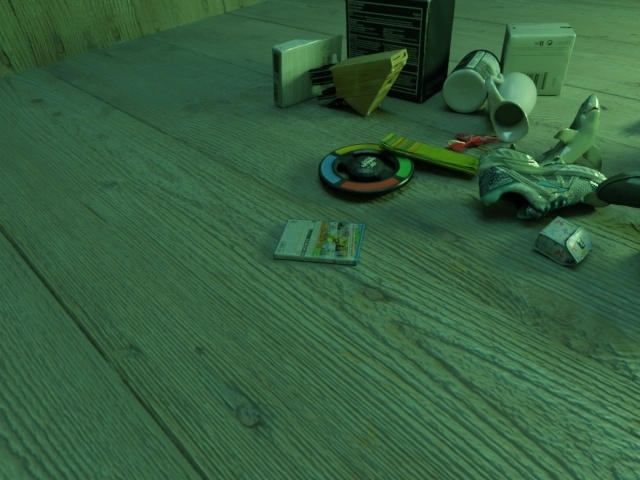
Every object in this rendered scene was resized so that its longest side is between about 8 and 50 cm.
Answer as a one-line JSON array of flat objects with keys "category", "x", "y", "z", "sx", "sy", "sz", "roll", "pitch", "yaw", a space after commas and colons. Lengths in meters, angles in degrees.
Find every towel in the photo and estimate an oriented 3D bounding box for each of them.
[{"category": "towel", "x": 0.269, "y": -0.217, "z": 1.155, "sx": 0.237, "sy": 0.021, "sz": 0.102, "roll": 20, "pitch": 35, "yaw": 17}]

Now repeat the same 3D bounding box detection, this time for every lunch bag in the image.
[{"category": "lunch bag", "x": 0.454, "y": 0.003, "z": 0.874, "sx": 0.071, "sy": 0.053, "sz": 0.083, "roll": -31, "pitch": 55, "yaw": -27}]

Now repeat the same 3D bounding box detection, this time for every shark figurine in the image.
[{"category": "shark figurine", "x": 0.533, "y": -0.202, "z": 1.108, "sx": 0.278, "sy": 0.166, "sz": 0.116, "roll": -29, "pitch": 16, "yaw": -2}]

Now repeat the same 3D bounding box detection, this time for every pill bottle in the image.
[{"category": "pill bottle", "x": 0.464, "y": -0.490, "z": 1.419, "sx": 0.130, "sy": 0.131, "sz": 0.246, "roll": 16, "pitch": 43, "yaw": 24}]

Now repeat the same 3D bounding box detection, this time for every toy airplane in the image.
[{"category": "toy airplane", "x": 0.382, "y": -0.251, "z": 1.205, "sx": 0.151, "sy": 0.028, "sz": 0.151, "roll": -6, "pitch": 21, "yaw": 2}]

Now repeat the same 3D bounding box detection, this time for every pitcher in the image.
[{"category": "pitcher", "x": 0.495, "y": -0.385, "z": 1.254, "sx": 0.125, "sy": 0.178, "sz": 0.207, "roll": -18, "pitch": 29, "yaw": 38}]

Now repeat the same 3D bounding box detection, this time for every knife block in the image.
[{"category": "knife block", "x": 0.093, "y": -0.500, "z": 1.394, "sx": 0.242, "sy": 0.276, "sz": 0.088, "roll": 42, "pitch": 53, "yaw": 7}]

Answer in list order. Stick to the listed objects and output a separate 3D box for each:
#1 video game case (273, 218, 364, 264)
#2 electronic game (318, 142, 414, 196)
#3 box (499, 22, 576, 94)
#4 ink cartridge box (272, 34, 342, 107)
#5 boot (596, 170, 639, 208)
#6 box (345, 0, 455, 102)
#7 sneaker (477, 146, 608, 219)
[{"category": "video game case", "x": 0.000, "y": 0.000, "z": 0.956, "sx": 0.166, "sy": 0.015, "sz": 0.119, "roll": 4, "pitch": 39, "yaw": 11}, {"category": "electronic game", "x": 0.108, "y": -0.173, "z": 1.131, "sx": 0.228, "sy": 0.048, "sz": 0.229, "roll": -3, "pitch": 38, "yaw": 2}, {"category": "box", "x": 0.643, "y": -0.547, "z": 1.427, "sx": 0.180, "sy": 0.182, "sz": 0.119, "roll": 4, "pitch": 40, "yaw": 11}, {"category": "ink cartridge box", "x": -0.042, "y": -0.541, "z": 1.490, "sx": 0.232, "sy": 0.189, "sz": 0.066, "roll": -31, "pitch": 55, "yaw": -28}, {"category": "boot", "x": 0.593, "y": -0.029, "z": 0.825, "sx": 0.189, "sy": 0.076, "sz": 0.209, "roll": -5, "pitch": 53, "yaw": 33}, {"category": "box", "x": 0.245, "y": -0.629, "z": 1.485, "sx": 0.296, "sy": 0.294, "sz": 0.182, "roll": 25, "pitch": 48, "yaw": 31}, {"category": "sneaker", "x": 0.456, "y": -0.092, "z": 0.973, "sx": 0.282, "sy": 0.110, "sz": 0.122, "roll": 12, "pitch": 75, "yaw": 1}]
